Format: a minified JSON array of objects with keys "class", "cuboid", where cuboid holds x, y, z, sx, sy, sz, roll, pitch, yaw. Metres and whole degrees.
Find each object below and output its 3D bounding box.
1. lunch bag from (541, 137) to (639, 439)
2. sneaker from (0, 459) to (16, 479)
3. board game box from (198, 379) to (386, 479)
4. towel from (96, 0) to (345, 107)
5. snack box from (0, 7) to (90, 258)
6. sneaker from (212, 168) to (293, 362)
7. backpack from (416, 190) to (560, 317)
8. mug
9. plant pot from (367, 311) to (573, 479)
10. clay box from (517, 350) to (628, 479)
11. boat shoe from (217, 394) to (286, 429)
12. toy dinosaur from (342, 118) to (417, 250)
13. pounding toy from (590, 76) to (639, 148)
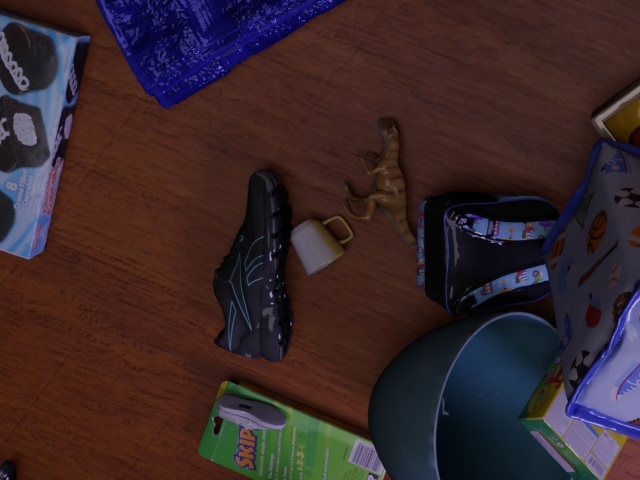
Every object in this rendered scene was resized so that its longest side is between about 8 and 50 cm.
[{"class":"lunch bag","cuboid":[0.472,0.096,1.614,0.385,0.328,0.239,16,125,-10]},{"class":"sneaker","cuboid":[-0.450,0.411,2.059,0.089,0.051,0.170,21,110,7]},{"class":"board game box","cuboid":[-0.036,0.294,1.952,0.259,0.039,0.124,21,105,4]},{"class":"towel","cuboid":[-0.142,-0.338,1.811,0.308,0.076,0.228,-28,96,16]},{"class":"snack box","cuboid":[-0.446,-0.154,1.924,0.187,0.060,0.322,17,105,8]},{"class":"sneaker","cuboid":[-0.096,0.036,1.873,0.106,0.101,0.267,4,103,13]},{"class":"backpack","cuboid":[0.222,0.009,1.792,0.173,0.117,0.158,-8,104,-19]},{"class":"mug","cuboid":[-0.003,0.002,1.876,0.064,0.078,0.062,56,139,5]},{"class":"plant pot","cuboid":[0.175,0.231,1.793,0.195,0.290,0.290,2,106,47]},{"class":"clay box","cuboid":[0.355,0.184,1.772,0.127,0.222,0.053,47,150,-17]},{"class":"boat shoe","cuboid":[-0.096,0.245,1.924,0.100,0.035,0.035,15,131,5]},{"class":"toy dinosaur","cuboid":[0.090,-0.052,1.833,0.112,0.064,0.212,-12,100,13]},{"class":"pounding toy","cuboid":[0.428,-0.094,1.736,0.181,0.094,0.206,-37,93,17]}]
